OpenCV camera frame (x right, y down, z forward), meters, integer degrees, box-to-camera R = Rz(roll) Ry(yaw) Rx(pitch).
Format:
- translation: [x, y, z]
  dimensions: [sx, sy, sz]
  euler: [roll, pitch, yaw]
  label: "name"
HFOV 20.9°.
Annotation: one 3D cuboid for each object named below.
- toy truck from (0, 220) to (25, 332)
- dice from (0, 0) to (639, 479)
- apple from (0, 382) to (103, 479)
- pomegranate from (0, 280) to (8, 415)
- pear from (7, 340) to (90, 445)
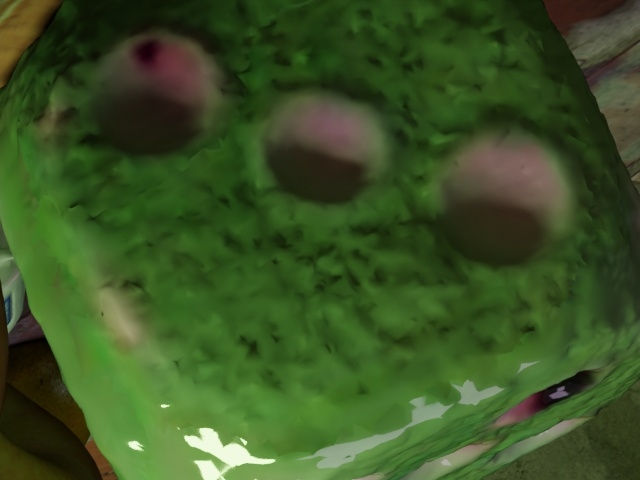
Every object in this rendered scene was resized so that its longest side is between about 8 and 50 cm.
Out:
- translation: [-0.305, 0.043, 1.038]
  dimensions: [0.268, 0.155, 0.124]
  euler: [-21, 161, -17]
  label: "toy truck"
- translation: [0.000, 0.000, 1.061]
  dimensions: [0.330, 0.322, 0.318]
  euler: [-23, 163, -3]
  label: "dice"
- translation: [-0.330, 0.238, 1.223]
  dimensions: [0.346, 0.391, 0.391]
  euler: [-45, 162, 0]
  label: "apple"
- translation: [-0.305, 0.065, 0.678]
  dimensions: [0.410, 0.410, 0.410]
  euler: [-23, 162, -8]
  label: "pomegranate"
- translation: [-0.261, 0.158, 1.527]
  dimensions: [0.141, 0.104, 0.141]
  euler: [-27, 162, -9]
  label: "pear"
